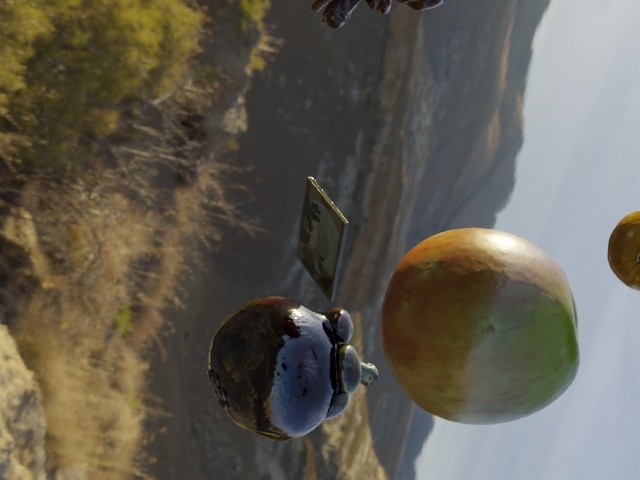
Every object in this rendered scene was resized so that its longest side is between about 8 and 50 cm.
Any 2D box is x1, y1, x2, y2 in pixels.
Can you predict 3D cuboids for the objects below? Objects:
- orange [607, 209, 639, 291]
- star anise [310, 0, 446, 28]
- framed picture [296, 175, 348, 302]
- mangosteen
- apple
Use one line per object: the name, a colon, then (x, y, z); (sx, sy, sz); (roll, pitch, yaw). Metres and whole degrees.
orange: (0.592, 0.020, 1.642); (0.124, 0.156, 0.156); (-12, 120, -52)
star anise: (0.069, -0.330, 1.070); (0.111, 0.196, 0.212); (-73, 173, -52)
framed picture: (0.000, 0.000, 1.669); (0.136, 0.010, 0.200); (53, -31, 37)
mangosteen: (-0.071, 0.239, 1.833); (0.313, 0.297, 0.297); (-39, 174, 2)
apple: (0.159, 0.083, 0.886); (0.196, 0.196, 0.195); (15, 90, -84)
